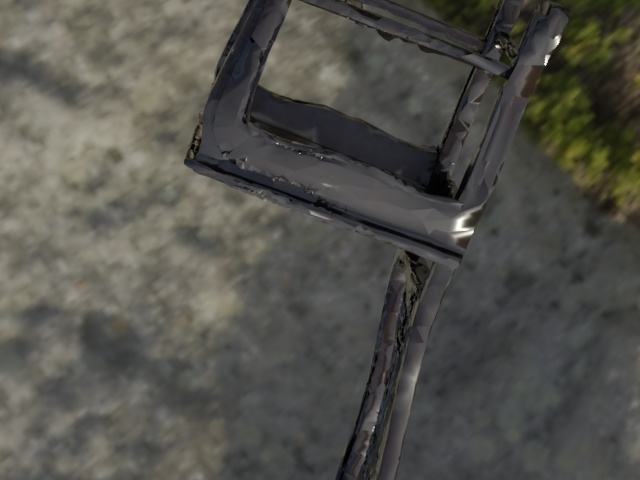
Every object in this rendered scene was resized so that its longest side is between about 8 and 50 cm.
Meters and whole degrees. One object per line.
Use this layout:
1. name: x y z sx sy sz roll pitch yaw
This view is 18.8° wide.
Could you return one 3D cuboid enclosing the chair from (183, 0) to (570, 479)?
1. chair: 0.000 0.000 0.692 0.113 0.106 0.229 20 101 -4
